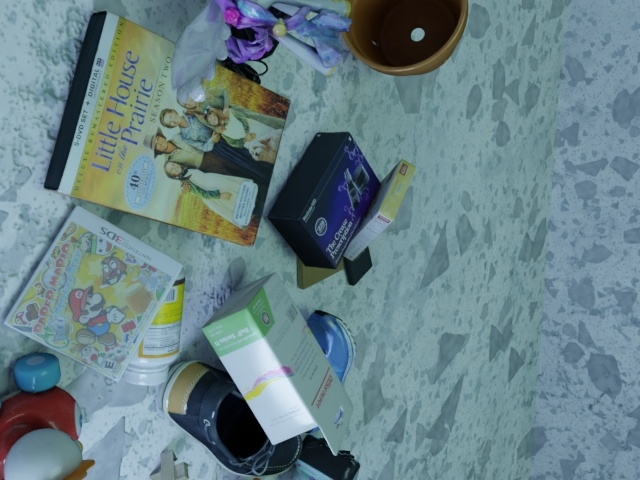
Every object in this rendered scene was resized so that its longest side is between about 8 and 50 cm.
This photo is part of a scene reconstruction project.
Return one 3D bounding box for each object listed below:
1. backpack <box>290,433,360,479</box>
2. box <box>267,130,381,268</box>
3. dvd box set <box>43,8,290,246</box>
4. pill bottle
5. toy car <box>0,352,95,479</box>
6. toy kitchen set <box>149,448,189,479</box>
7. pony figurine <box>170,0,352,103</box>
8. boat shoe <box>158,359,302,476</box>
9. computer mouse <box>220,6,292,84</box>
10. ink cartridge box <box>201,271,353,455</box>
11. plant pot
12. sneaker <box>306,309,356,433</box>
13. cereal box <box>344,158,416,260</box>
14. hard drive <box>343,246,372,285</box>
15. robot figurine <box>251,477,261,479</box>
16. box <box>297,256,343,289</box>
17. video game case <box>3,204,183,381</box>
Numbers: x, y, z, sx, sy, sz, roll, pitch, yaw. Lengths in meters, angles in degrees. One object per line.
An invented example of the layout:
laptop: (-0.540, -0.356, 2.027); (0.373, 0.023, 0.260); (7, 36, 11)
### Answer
backpack: (0.009, 0.594, 1.928); (0.144, 0.166, 0.188); (-61, 165, -23)
box: (0.014, -0.093, 1.745); (0.184, 0.103, 0.261); (51, 55, -38)
dvd box set: (-0.251, -0.180, 1.360); (0.420, 0.062, 0.308); (19, 84, -45)
pill bottle: (-0.312, 0.149, 1.393); (0.117, 0.117, 0.215); (-6, 106, -53)
toy car: (-0.428, 0.330, 1.191); (0.210, 0.238, 0.219); (-25, 121, -48)
toy kitchen set: (-0.297, 0.478, 1.569); (0.075, 0.083, 0.068); (49, 20, -49)
pony figurine: (-0.120, -0.407, 1.274); (0.363, 0.351, 0.303); (15, 131, -36)
boat shoe: (-0.155, 0.412, 1.664); (0.187, 0.156, 0.500); (-64, 144, -20)
computer mouse: (-0.124, -0.446, 1.505); (0.272, 0.072, 0.188); (-55, 141, -9)
ink cartridge box: (-0.078, 0.267, 1.573); (0.353, 0.119, 0.207); (60, 21, -9)
plant pot: (0.210, -0.509, 1.775); (0.203, 0.291, 0.291); (11, 92, -70)
sneaker: (-0.003, 0.329, 1.864); (0.147, 0.129, 0.330); (-23, 119, -51)
cereal box: (0.135, -0.071, 1.841); (0.173, 0.047, 0.240); (-65, -172, -33)
hard drive: (0.094, 0.039, 1.990); (0.094, 0.022, 0.135); (-44, 133, -37)
robot figurine: (-0.151, 0.651, 1.746); (0.158, 0.128, 0.219); (-5, 122, -46)
box: (0.000, 0.000, 1.851); (0.164, 0.021, 0.201); (-24, 120, -48)
video game case: (-0.371, 0.087, 1.270); (0.206, 0.026, 0.227); (31, 72, -14)
